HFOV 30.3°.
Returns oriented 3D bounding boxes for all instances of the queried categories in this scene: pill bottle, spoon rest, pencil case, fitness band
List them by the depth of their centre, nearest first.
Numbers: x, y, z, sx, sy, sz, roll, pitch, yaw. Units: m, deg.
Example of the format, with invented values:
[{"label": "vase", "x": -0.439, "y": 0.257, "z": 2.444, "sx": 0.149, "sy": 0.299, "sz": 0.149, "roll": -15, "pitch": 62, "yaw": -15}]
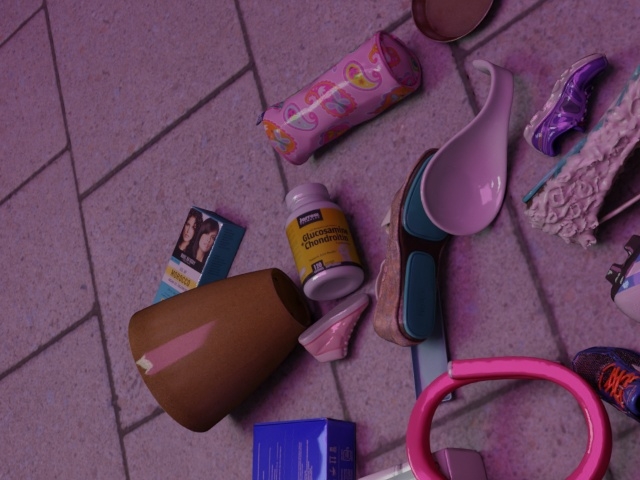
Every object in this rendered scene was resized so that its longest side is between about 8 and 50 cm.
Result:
[{"label": "fitness band", "x": 0.251, "y": 0.264, "z": 1.607, "sx": 0.291, "sy": 0.054, "sz": 0.209, "roll": -6, "pitch": 72, "yaw": 30}, {"label": "spoon rest", "x": 0.232, "y": -0.142, "z": 1.780, "sx": 0.084, "sy": 0.137, "sz": 0.276, "roll": -6, "pitch": 67, "yaw": 69}, {"label": "pill bottle", "x": 0.000, "y": 0.000, "z": 1.955, "sx": 0.103, "sy": 0.103, "sz": 0.184, "roll": -35, "pitch": 58, "yaw": 30}, {"label": "pencil case", "x": 0.030, "y": -0.238, "z": 1.982, "sx": 0.284, "sy": 0.124, "sz": 0.124, "roll": -30, "pitch": 60, "yaw": 34}]

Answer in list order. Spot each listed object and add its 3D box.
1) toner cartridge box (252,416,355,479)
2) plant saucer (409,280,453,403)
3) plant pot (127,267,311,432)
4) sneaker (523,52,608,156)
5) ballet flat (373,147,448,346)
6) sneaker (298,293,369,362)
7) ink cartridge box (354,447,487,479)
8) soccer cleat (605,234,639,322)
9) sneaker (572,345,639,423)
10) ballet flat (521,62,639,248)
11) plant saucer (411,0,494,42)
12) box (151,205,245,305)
[{"label": "toner cartridge box", "x": -0.029, "y": 0.463, "z": 1.879, "sx": 0.165, "sy": 0.075, "sz": 0.348, "roll": -12, "pitch": 71, "yaw": 40}, {"label": "plant saucer", "x": 0.168, "y": 0.158, "z": 1.823, "sx": 0.067, "sy": 0.018, "sz": 0.192, "roll": -20, "pitch": 67, "yaw": 36}, {"label": "plant pot", "x": -0.151, "y": 0.159, "z": 1.986, "sx": 0.254, "sy": 0.237, "sz": 0.237, "roll": -32, "pitch": 58, "yaw": 16}, {"label": "sneaker", "x": 0.370, "y": -0.195, "z": 1.719, "sx": 0.071, "sy": 0.068, "sz": 0.170, "roll": 43, "pitch": 117, "yaw": 24}, {"label": "ballet flat", "x": 0.134, "y": 0.009, "z": 1.827, "sx": 0.106, "sy": 0.107, "sz": 0.316, "roll": -13, "pitch": 60, "yaw": 55}, {"label": "sneaker", "x": 0.036, "y": 0.147, "z": 1.928, "sx": 0.134, "sy": 0.070, "sz": 0.051, "roll": -37, "pitch": 12, "yaw": -2}, {"label": "ink cartridge box", "x": 0.141, "y": 0.409, "z": 1.731, "sx": 0.218, "sy": 0.092, "sz": 0.158, "roll": -26, "pitch": 63, "yaw": 32}, {"label": "soccer cleat", "x": 0.506, "y": -0.029, "z": 1.525, "sx": 0.143, "sy": 0.116, "sz": 0.331, "roll": 34, "pitch": 101, "yaw": 20}, {"label": "sneaker", "x": 0.418, "y": 0.197, "z": 1.542, "sx": 0.221, "sy": 0.087, "sz": 0.083, "roll": 28, "pitch": 97, "yaw": 43}, {"label": "ballet flat", "x": 0.444, "y": -0.154, "z": 1.607, "sx": 0.409, "sy": 0.147, "sz": 0.147, "roll": -53, "pitch": 50, "yaw": 22}, {"label": "plant saucer", "x": 0.221, "y": -0.398, "z": 1.914, "sx": 0.168, "sy": 0.029, "sz": 0.168, "roll": -12, "pitch": 71, "yaw": 38}, {"label": "box", "x": -0.233, "y": 0.068, "z": 2.174, "sx": 0.100, "sy": 0.060, "sz": 0.244, "roll": 27, "pitch": 98, "yaw": 42}]
